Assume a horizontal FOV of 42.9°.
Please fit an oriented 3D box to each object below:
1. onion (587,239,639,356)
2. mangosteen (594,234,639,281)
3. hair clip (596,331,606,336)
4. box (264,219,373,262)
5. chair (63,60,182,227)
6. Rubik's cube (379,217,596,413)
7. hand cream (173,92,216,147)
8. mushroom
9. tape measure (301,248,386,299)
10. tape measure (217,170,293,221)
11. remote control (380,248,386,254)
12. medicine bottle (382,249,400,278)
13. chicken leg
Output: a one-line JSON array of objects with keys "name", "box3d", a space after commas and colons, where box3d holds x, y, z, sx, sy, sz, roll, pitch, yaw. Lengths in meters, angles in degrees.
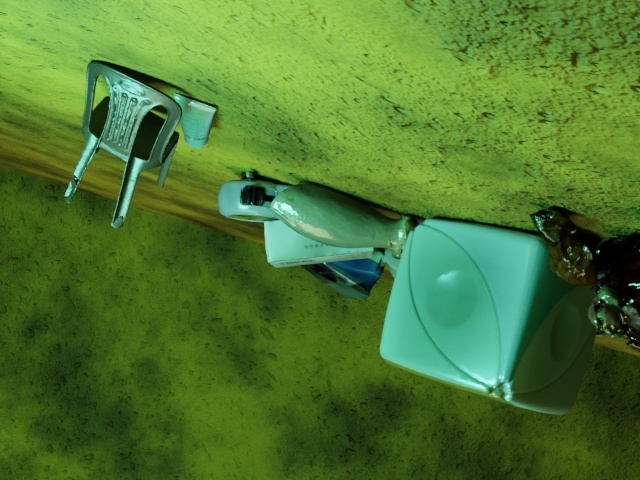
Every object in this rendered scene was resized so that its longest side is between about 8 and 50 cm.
[{"name": "onion", "box3d": [0.563, 0.086, 1.201, 0.280, 0.221, 0.281, -2, 178, 0]}, {"name": "mangosteen", "box3d": [0.538, 0.047, 1.412, 0.137, 0.137, 0.151, 18, -154, -11]}, {"name": "hair clip", "box3d": [0.616, 0.160, 2.116, 0.358, 0.096, 0.110, 9, -156, 44]}, {"name": "box", "box3d": [0.000, 0.000, 2.014, 0.260, 0.111, 0.194, -8, 174, 1]}, {"name": "chair", "box3d": [-0.344, -0.204, 1.469, 0.175, 0.183, 0.326, 27, 129, -7]}, {"name": "Rubik's cube", "box3d": [0.377, 0.166, 1.778, 0.347, 0.352, 0.352, 11, 169, 44]}, {"name": "hand cream", "box3d": [-0.221, -0.214, 1.452, 0.076, 0.047, 0.174, 18, 165, -2]}, {"name": "mushroom", "box3d": [0.056, -0.044, 1.846, 0.349, 0.128, 0.128, 14, 174, -7]}, {"name": "tape measure", "box3d": [0.046, 0.038, 2.241, 0.262, 0.138, 0.259, 34, 166, -7]}, {"name": "tape measure", "box3d": [-0.156, -0.104, 1.970, 0.178, 0.105, 0.196, 7, 175, -33]}, {"name": "remote control", "box3d": [0.244, 0.037, 2.359, 0.140, 0.056, 0.296, 15, 173, 36]}, {"name": "medicine bottle", "box3d": [0.255, 0.062, 2.157, 0.135, 0.135, 0.215, 13, 169, 34]}, {"name": "chicken leg", "box3d": [0.444, 0.010, 1.483, 0.113, 0.093, 0.304, 26, 177, 38]}]
